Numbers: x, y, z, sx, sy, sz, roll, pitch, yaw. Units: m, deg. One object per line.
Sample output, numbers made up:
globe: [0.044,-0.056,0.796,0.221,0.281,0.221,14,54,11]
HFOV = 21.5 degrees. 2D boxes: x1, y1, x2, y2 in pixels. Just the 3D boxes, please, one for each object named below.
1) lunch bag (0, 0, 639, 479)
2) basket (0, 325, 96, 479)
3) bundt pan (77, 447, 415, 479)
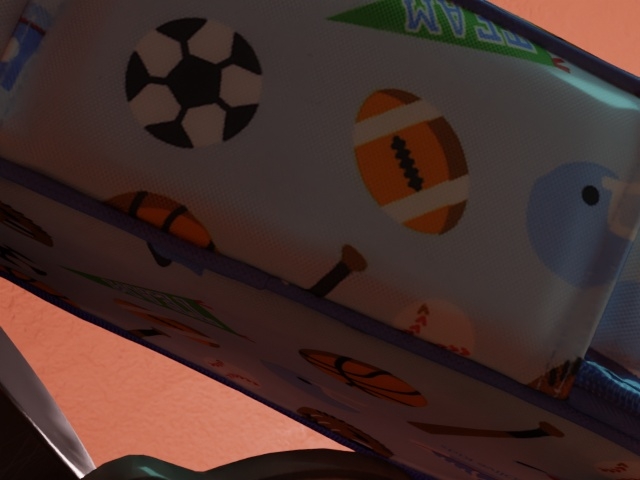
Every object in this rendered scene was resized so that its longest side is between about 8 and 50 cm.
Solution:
lunch bag: [0.000,0.000,0.555,0.303,0.115,0.243,27,-15,1]
basket: [-0.198,0.099,0.543,0.154,0.227,0.204,52,-6,8]
bundt pan: [-0.054,0.217,0.482,0.124,0.330,0.331,61,1,42]
